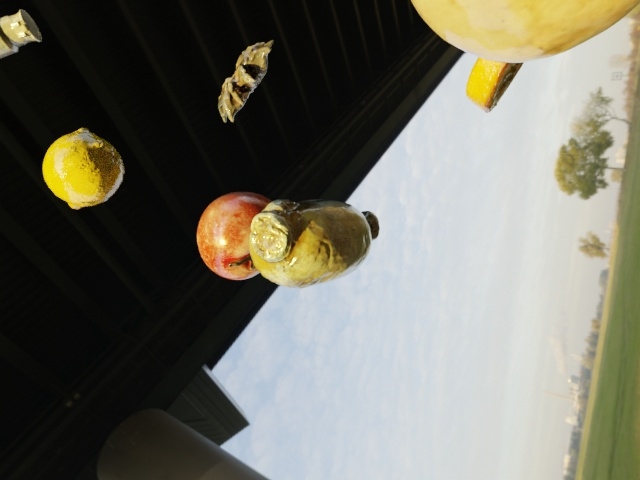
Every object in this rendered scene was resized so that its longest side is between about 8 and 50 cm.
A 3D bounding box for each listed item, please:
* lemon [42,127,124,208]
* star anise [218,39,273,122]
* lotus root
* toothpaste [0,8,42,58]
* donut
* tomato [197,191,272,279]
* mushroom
[{"bbox_3d":[-0.587,-0.172,1.019,0.174,0.173,0.206,9,-62,-55],"label":"lemon"},{"bbox_3d":[-0.162,-0.346,0.874,0.061,0.205,0.180,33,-118,-18],"label":"star anise"},{"bbox_3d":[-0.001,0.002,0.775,0.350,0.175,0.174,-6,-78,-54],"label":"lotus root"},{"bbox_3d":[-0.757,-0.407,0.864,0.300,0.073,0.113,-21,-65,-5],"label":"toothpaste"},{"bbox_3d":[0.349,-0.343,0.798,0.178,0.066,0.162,-60,-20,9],"label":"donut"},{"bbox_3d":[-0.233,-0.024,1.206,0.271,0.227,0.270,-28,-28,-16],"label":"tomato"},{"bbox_3d":[0.236,-0.370,0.464,0.297,0.298,0.289,60,-154,-42],"label":"mushroom"}]
